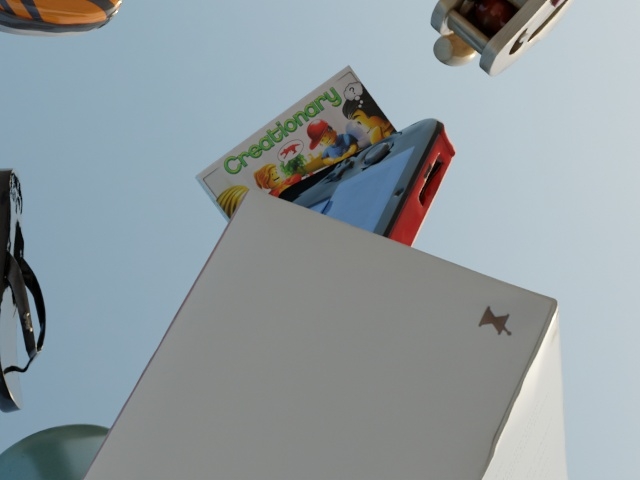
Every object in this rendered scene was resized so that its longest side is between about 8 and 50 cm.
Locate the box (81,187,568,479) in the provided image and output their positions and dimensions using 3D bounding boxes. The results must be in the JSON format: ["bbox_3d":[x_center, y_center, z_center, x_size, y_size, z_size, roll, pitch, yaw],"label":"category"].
[{"bbox_3d":[0.020,0.161,0.759,0.168,0.345,0.215,21,-111,20],"label":"box"}]

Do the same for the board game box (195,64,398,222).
[{"bbox_3d":[-0.021,-0.114,2.194,0.193,0.305,0.053,53,173,-3],"label":"board game box"}]

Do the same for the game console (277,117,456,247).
[{"bbox_3d":[0.000,0.000,1.833,0.060,0.342,0.386,53,-139,-22],"label":"game console"}]

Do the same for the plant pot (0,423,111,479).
[{"bbox_3d":[-0.213,0.319,1.283,0.272,0.271,0.255,15,-157,-33],"label":"plant pot"}]

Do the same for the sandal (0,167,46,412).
[{"bbox_3d":[-0.314,0.052,1.412,0.055,0.254,0.097,0,179,-2],"label":"sandal"}]

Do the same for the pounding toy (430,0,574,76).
[{"bbox_3d":[0.164,-0.265,1.311,0.155,0.269,0.154,42,-144,12],"label":"pounding toy"}]

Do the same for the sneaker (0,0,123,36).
[{"bbox_3d":[-0.236,-0.259,0.967,0.321,0.180,0.124,27,-122,-38],"label":"sneaker"}]
